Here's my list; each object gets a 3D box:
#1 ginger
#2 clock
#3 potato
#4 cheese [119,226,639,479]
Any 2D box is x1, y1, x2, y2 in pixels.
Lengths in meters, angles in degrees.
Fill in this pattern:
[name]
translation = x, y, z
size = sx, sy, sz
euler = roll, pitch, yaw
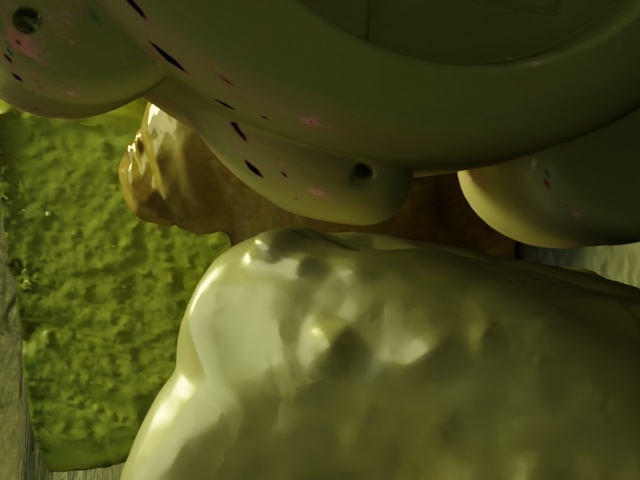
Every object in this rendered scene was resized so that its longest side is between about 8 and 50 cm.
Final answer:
[ginger]
translation = 0.000, 0.000, 1.007
size = 0.130, 0.221, 0.276
euler = 42, 117, 61
[clock]
translation = 0.025, -0.147, 0.752
size = 0.114, 0.309, 0.284
euler = 172, 104, -73
[potato]
translation = -0.110, -0.016, 1.505
size = 0.280, 0.212, 0.330
euler = -78, -12, -59
[cheese]
translation = 0.098, 0.104, 0.708
size = 0.248, 0.251, 0.174
euler = 29, 102, 36
